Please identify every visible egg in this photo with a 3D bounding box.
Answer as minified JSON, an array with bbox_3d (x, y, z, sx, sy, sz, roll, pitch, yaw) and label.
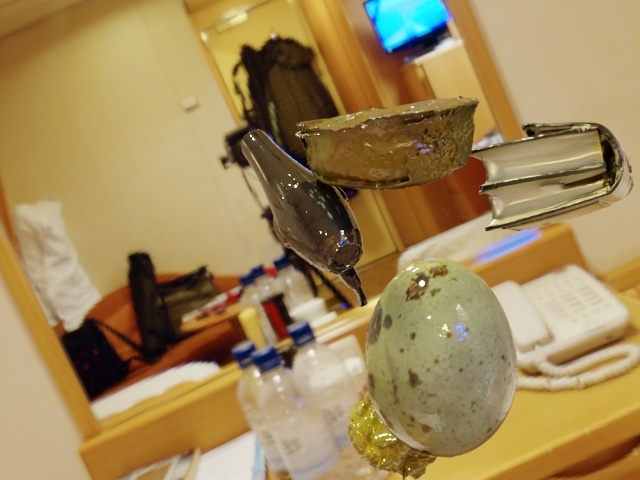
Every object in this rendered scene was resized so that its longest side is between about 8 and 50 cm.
[{"bbox_3d":[0.221,0.220,1.726,0.287,0.380,0.287,-14,14,4],"label":"egg"}]

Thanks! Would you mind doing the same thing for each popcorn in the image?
[{"bbox_3d":[0.171,0.422,2.059,0.217,0.170,0.189,-11,44,-14],"label":"popcorn"}]

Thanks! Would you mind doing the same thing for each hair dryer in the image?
[{"bbox_3d":[0.000,0.000,1.506,0.120,0.359,0.304,-37,50,-6],"label":"hair dryer"}]

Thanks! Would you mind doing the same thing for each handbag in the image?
[{"bbox_3d":[0.414,-0.112,1.604,0.236,0.160,0.358,-11,-3,20],"label":"handbag"}]

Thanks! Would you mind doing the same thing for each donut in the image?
[{"bbox_3d":[0.100,-0.141,1.343,0.271,0.107,0.272,-7,12,1],"label":"donut"}]
